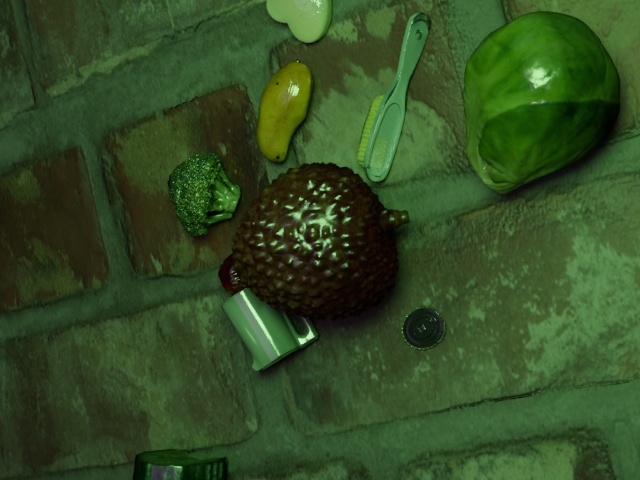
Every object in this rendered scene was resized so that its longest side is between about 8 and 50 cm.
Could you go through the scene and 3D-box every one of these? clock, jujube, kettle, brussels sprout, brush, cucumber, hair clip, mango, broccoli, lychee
[{"bbox_3d":[0.179,0.154,1.393,0.083,0.010,0.074,-38,77,23],"label":"clock"},{"bbox_3d":[-0.138,0.045,1.507,0.129,0.077,0.077,-43,75,16],"label":"jujube"},{"bbox_3d":[-0.098,0.157,1.494,0.148,0.127,0.098,58,145,9],"label":"kettle"},{"bbox_3d":[0.321,-0.201,1.197,0.210,0.219,0.271,57,134,30],"label":"brussels sprout"},{"bbox_3d":[0.119,-0.250,1.379,0.060,0.068,0.297,25,100,45],"label":"brush"},{"bbox_3d":[-0.288,0.481,1.551,0.191,0.191,0.130,5,87,26],"label":"cucumber"},{"bbox_3d":[-0.025,-0.467,1.431,0.159,0.071,0.218,-10,93,24],"label":"hair clip"},{"bbox_3d":[-0.069,-0.240,1.458,0.098,0.075,0.190,32,112,30],"label":"mango"},{"bbox_3d":[-0.227,-0.087,1.517,0.138,0.146,0.162,20,86,-8],"label":"broccoli"},{"bbox_3d":[0.000,0.000,1.322,0.304,0.276,0.276,-19,84,7],"label":"lychee"}]
